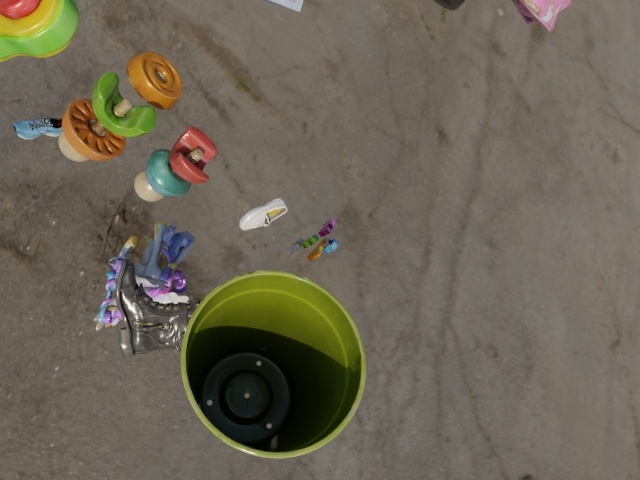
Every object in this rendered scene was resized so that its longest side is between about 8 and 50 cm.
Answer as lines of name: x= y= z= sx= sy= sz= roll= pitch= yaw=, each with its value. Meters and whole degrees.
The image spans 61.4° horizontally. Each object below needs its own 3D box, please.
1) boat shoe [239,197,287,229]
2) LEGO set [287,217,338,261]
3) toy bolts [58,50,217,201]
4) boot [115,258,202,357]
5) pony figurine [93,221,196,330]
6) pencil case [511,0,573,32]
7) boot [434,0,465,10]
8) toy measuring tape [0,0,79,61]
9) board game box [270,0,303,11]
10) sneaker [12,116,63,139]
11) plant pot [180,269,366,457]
boat shoe: x=-0.109 y=-0.044 z=1.039 sx=0.100 sy=0.035 sz=0.035 roll=-28 pitch=48 yaw=-4
LEGO set: x=0.000 y=0.000 z=1.811 sx=0.087 sy=0.227 sz=0.093 roll=48 pitch=49 yaw=-13
toy bolts: x=-0.302 y=-0.176 z=0.915 sx=0.228 sy=0.158 sz=0.218 roll=46 pitch=34 yaw=-29
boot: x=-0.380 y=0.167 z=1.333 sx=0.228 sy=0.091 sz=0.263 roll=-5 pitch=96 yaw=-16
pony figurine: x=-0.531 y=0.121 z=1.700 sx=0.303 sy=0.350 sz=0.364 roll=55 pitch=40 yaw=-45
pencil case: x=0.518 y=-0.580 z=1.001 sx=0.167 sy=0.386 sz=0.160 roll=23 pitch=35 yaw=-35
boot: x=0.249 y=-0.439 z=0.648 sx=0.138 sy=0.284 sz=0.377 roll=38 pitch=11 yaw=-8
toy measuring tape: x=-0.436 y=-0.270 z=0.766 sx=0.121 sy=0.121 sz=0.330 roll=27 pitch=81 yaw=-23
board game box: x=-0.252 y=-0.708 z=1.423 sx=0.318 sy=0.066 sz=0.318 roll=2 pitch=26 yaw=-42
sneaker: x=-0.856 y=-0.356 z=1.650 sx=0.162 sy=0.073 sz=0.064 roll=-26 pitch=91 yaw=-52
plant pot: x=-0.131 y=0.305 z=1.187 sx=0.366 sy=0.353 sz=0.367 roll=8 pitch=60 yaw=-14
